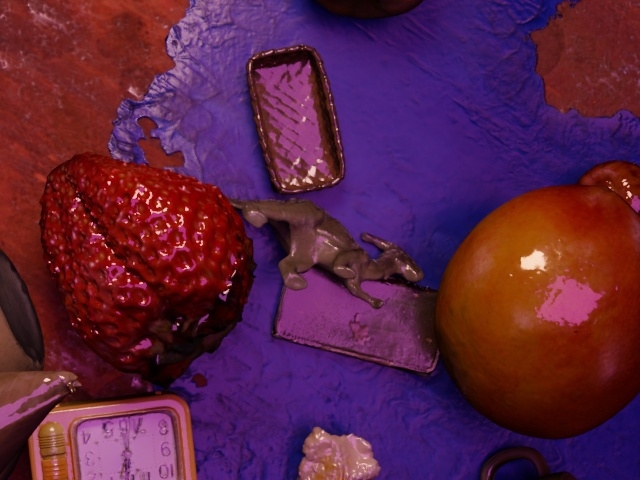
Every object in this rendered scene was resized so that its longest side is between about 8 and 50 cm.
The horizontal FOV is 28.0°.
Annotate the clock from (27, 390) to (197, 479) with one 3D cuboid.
[{"bbox_3d":[-0.263,0.268,1.621,0.202,0.096,0.143,-7,87,-12],"label":"clock"}]

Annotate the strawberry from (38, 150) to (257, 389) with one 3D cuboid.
[{"bbox_3d":[-0.216,0.016,1.563,0.288,0.238,0.250,40,103,3],"label":"strawberry"}]

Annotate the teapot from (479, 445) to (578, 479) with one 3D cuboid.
[{"bbox_3d":[0.277,0.405,1.695,0.175,0.185,0.268,-25,61,18],"label":"teapot"}]

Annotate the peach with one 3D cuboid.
[{"bbox_3d":[0.295,0.082,1.618,0.307,0.308,0.332,12,120,-11],"label":"peach"}]

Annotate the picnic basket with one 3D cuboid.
[{"bbox_3d":[-0.035,-0.157,1.693,0.110,0.055,0.194,-12,92,-10],"label":"picnic basket"}]

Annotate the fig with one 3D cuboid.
[{"bbox_3d":[0.407,-0.052,1.758,0.128,0.150,0.128,6,109,17],"label":"fig"}]

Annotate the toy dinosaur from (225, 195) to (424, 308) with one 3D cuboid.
[{"bbox_3d":[-0.002,0.007,1.656,0.294,0.162,0.077,32,112,-13],"label":"toy dinosaur"}]

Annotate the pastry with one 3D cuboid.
[{"bbox_3d":[-0.013,0.368,1.670,0.121,0.089,0.259,23,84,-7],"label":"pastry"}]

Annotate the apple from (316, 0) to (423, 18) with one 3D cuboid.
[{"bbox_3d":[0.065,-0.383,1.653,0.188,0.188,0.174,15,76,-11],"label":"apple"}]

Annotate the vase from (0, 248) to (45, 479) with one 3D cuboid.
[{"bbox_3d":[-0.479,0.171,1.522,0.302,0.241,0.329,-21,104,0],"label":"vase"}]

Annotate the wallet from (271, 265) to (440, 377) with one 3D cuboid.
[{"bbox_3d":[0.058,0.100,1.720,0.232,0.031,0.122,15,90,-9],"label":"wallet"}]

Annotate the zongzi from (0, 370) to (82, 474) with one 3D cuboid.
[{"bbox_3d":[-0.436,0.394,1.388,0.466,0.218,0.500,-7,111,9],"label":"zongzi"}]
